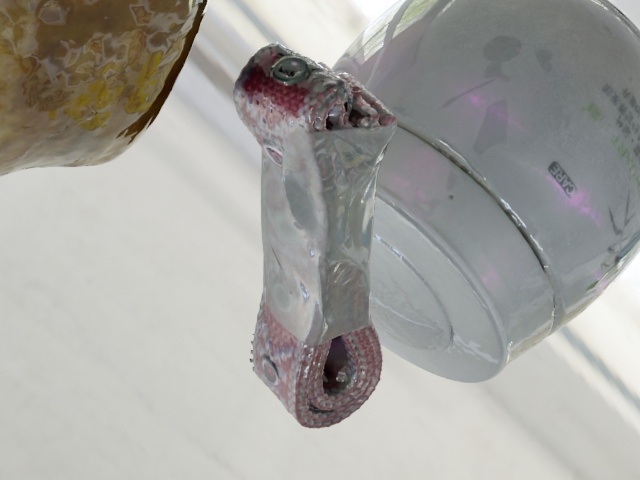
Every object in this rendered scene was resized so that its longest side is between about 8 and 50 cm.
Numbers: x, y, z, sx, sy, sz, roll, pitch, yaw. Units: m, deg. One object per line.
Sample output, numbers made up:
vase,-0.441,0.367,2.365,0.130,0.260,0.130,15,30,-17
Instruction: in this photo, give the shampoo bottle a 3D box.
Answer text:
shampoo bottle,0.118,-0.052,1.227,0.273,0.273,0.266,46,-113,-13

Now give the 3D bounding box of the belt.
belt,0.000,0.000,0.777,0.071,0.232,0.053,-26,-130,-22

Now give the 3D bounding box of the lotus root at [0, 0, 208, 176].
lotus root,-0.130,-0.162,0.569,0.193,0.291,0.193,5,-142,-4
